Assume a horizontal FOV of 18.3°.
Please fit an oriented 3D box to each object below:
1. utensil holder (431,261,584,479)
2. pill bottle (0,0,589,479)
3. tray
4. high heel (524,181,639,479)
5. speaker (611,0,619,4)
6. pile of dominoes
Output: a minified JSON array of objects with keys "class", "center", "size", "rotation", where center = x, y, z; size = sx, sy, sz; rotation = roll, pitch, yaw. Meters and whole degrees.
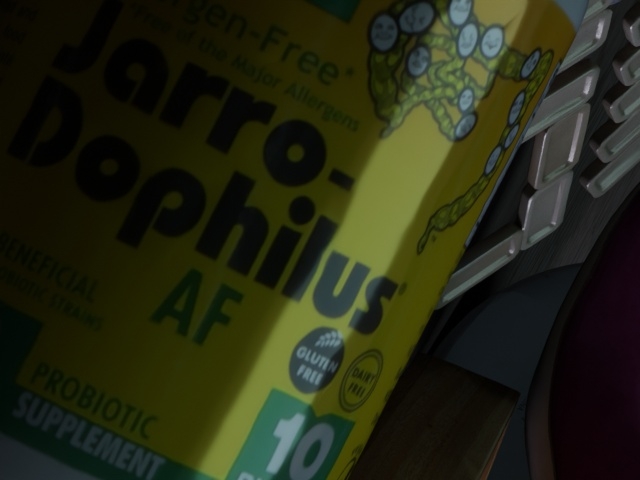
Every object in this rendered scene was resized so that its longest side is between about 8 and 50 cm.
[{"class":"utensil holder","center":[0.197,0.241,1.409],"size":[0.328,0.327,0.385],"rotation":[-56,165,-28]},{"class":"pill bottle","center":[-0.013,-0.037,0.430],"size":[0.208,0.117,0.117],"rotation":[-62,168,-1]},{"class":"tray","center":[0.006,0.207,1.005],"size":[0.411,0.076,0.203],"rotation":[-42,153,-73]},{"class":"high heel","center":[0.199,0.139,1.168],"size":[0.127,0.181,0.377],"rotation":[86,27,-73]},{"class":"speaker","center":[0.136,-0.175,0.908],"size":[0.055,0.055,0.136],"rotation":[-51,163,-45]},{"class":"pile of dominoes","center":[0.101,-0.073,0.932],"size":[0.196,0.040,0.251],"rotation":[-33,156,-19]}]
